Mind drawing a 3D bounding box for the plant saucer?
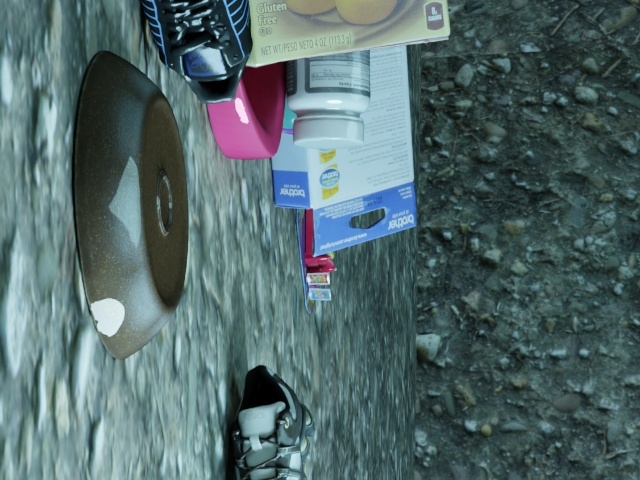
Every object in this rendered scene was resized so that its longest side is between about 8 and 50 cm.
[{"bbox_3d":[-0.115,-0.023,1.107,0.198,0.036,0.198,-2,90,-84],"label":"plant saucer"}]

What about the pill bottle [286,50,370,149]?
[{"bbox_3d":[0.007,-0.155,1.584,0.078,0.078,0.137,31,59,-81],"label":"pill bottle"}]

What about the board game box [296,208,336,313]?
[{"bbox_3d":[0.000,0.000,2.017,0.133,0.033,0.168,-77,163,-64],"label":"board game box"}]

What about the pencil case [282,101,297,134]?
[{"bbox_3d":[-0.012,-0.176,1.684,0.064,0.070,0.151,6,108,-44],"label":"pencil case"}]

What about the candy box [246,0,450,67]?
[{"bbox_3d":[-0.008,-0.305,1.370,0.087,0.183,0.316,14,-67,61],"label":"candy box"}]

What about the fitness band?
[{"bbox_3d":[-0.064,-0.206,1.536,0.209,0.054,0.291,83,9,-49],"label":"fitness band"}]

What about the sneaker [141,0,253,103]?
[{"bbox_3d":[-0.085,-0.168,1.212,0.232,0.081,0.090,64,18,-76],"label":"sneaker"}]

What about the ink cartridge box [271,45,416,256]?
[{"bbox_3d":[0.020,-0.152,1.813,0.186,0.065,0.311,-18,105,-50],"label":"ink cartridge box"}]

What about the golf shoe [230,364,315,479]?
[{"bbox_3d":[-0.049,0.190,1.453,0.198,0.077,0.094,-94,166,-51],"label":"golf shoe"}]
